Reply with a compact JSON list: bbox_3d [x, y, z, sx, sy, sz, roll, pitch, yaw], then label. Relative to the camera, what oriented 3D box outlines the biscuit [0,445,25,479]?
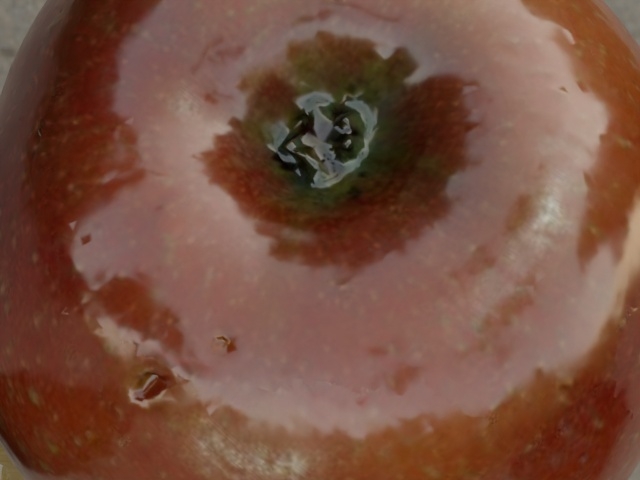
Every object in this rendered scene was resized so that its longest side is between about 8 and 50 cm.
[{"bbox_3d":[-0.103,0.138,0.928,0.225,0.166,0.036,-5,59,-10],"label":"biscuit"}]

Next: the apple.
[{"bbox_3d":[0.000,0.000,0.635,0.348,0.277,0.349,-1,71,3],"label":"apple"}]
